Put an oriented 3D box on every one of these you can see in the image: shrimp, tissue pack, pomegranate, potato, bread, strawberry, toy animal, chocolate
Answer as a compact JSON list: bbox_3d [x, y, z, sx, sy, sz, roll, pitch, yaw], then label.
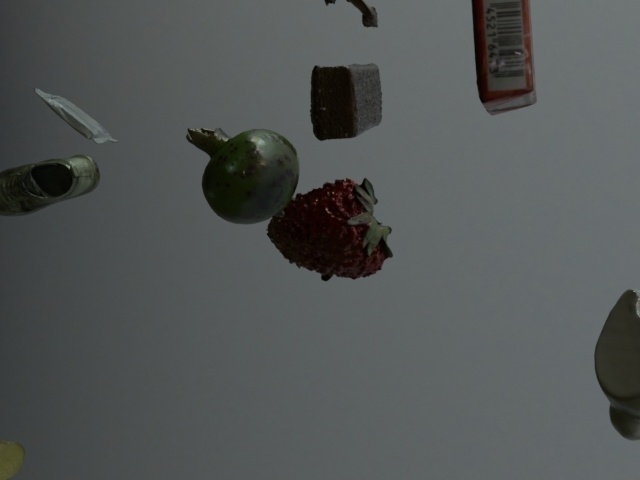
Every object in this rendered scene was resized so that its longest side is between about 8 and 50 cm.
[{"bbox_3d":[0.062,-0.609,2.373,0.054,0.222,0.290,-48,-178,1],"label":"shrimp"},{"bbox_3d":[-0.563,-0.285,2.175,0.026,0.193,0.122,-53,177,11],"label":"tissue pack"},{"bbox_3d":[-0.161,-0.148,1.927,0.211,0.263,0.211,-44,-178,2],"label":"pomegranate"},{"bbox_3d":[-0.692,0.471,2.020,0.066,0.103,0.096,7,-76,48],"label":"potato"},{"bbox_3d":[0.067,-0.329,2.198,0.416,0.113,0.165,-41,130,-74],"label":"bread"},{"bbox_3d":[0.000,0.000,2.135,0.306,0.138,0.233,-18,-80,27],"label":"strawberry"},{"bbox_3d":[0.635,0.225,1.583,0.196,0.367,0.241,42,-60,57],"label":"toy animal"},{"bbox_3d":[0.350,-0.369,1.793,0.235,0.108,0.237,-2,87,-76],"label":"chocolate"}]

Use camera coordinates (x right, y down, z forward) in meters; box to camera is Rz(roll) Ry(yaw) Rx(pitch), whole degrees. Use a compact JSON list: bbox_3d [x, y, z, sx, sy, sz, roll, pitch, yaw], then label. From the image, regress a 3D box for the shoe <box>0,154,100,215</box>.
[{"bbox_3d":[-0.606,-0.116,1.987,0.098,0.274,0.103,-27,100,-80],"label":"shoe"}]
